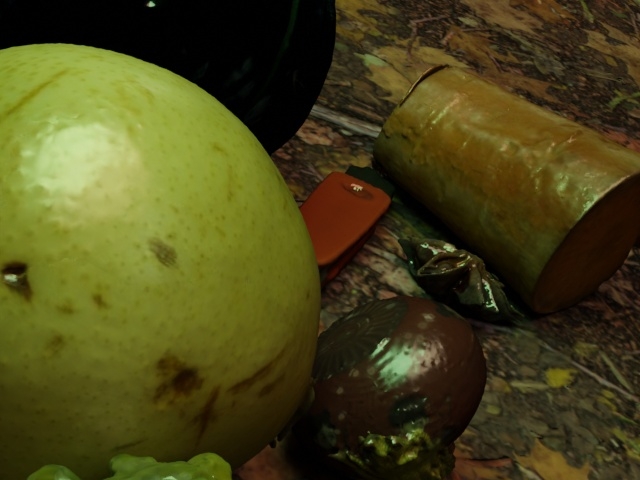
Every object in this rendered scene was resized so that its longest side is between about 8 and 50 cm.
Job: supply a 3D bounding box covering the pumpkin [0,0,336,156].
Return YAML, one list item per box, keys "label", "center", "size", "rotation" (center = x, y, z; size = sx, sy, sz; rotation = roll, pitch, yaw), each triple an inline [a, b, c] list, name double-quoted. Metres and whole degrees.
- label: "pumpkin"
  center: [-0.171, -0.174, 1.060]
  size: [0.363, 0.363, 0.266]
  rotation: [4, 71, -28]

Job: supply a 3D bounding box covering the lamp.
- label: "lamp"
  center: [0.055, 0.120, 0.981]
  size: [0.157, 0.156, 0.135]
  rotation: [-43, 111, -23]

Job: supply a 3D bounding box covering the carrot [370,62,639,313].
- label: "carrot"
  center: [0.192, -0.070, 1.288]
  size: [0.196, 0.196, 0.254]
  rotation: [-16, 49, -45]

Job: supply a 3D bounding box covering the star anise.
- label: "star anise"
  center: [0.137, 0.043, 1.213]
  size: [0.129, 0.056, 0.124]
  rotation: [28, 12, -14]

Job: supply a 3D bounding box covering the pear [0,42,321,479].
- label: "pear"
  center: [-0.152, 0.027, 0.834]
  size: [0.309, 0.309, 0.309]
  rotation: [17, 33, -11]

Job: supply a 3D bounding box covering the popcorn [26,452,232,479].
- label: "popcorn"
  center: [-0.083, 0.233, 0.668]
  size: [0.249, 0.225, 0.249]
  rotation: [3, 43, -3]

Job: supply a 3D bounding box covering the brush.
- label: "brush"
  center: [0.000, -0.001, 1.187]
  size: [0.070, 0.051, 0.323]
  rotation: [30, 33, 5]
